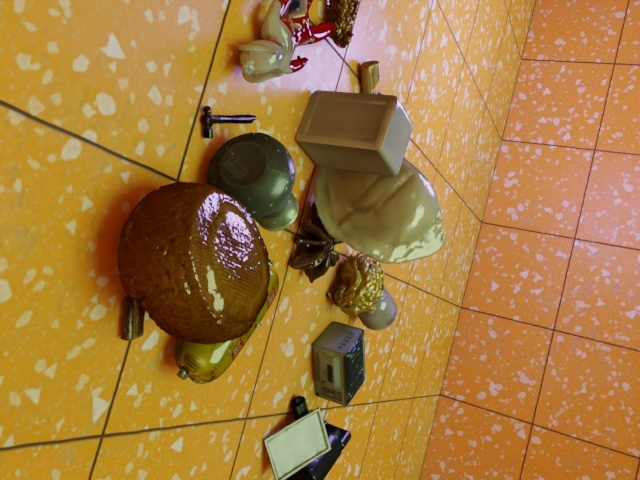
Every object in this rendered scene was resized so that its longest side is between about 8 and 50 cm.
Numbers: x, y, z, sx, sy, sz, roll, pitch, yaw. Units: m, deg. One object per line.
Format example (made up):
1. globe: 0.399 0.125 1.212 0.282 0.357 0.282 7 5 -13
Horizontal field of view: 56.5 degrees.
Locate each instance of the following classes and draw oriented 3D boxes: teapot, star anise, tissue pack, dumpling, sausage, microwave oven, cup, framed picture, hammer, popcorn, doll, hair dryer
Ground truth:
1. teapot: -0.126 -0.108 1.278 0.251 0.184 0.183 60 48 -67
2. star anise: 0.000 0.000 1.639 0.229 0.093 0.236 -20 114 -52
3. tissue pack: 0.086 -0.274 1.511 0.136 0.246 0.159 42 65 -58
4. dumpling: 0.136 -0.103 1.572 0.316 0.395 0.233 -20 157 -30
5. sausage: -0.197 0.165 1.292 0.347 0.123 0.123 -55 145 -34
6. microwave oven: 0.063 0.387 1.867 0.162 0.123 0.208 -42 136 -50
7. cup: 0.184 0.196 2.006 0.173 0.134 0.142 -64 148 -22
8. framed picture: -0.064 0.586 1.712 0.201 0.010 0.135 -20 99 -35
9. hammer: -0.190 -0.250 1.252 0.178 0.021 0.065 -24 122 -60
10. popcorn: 0.127 0.146 1.863 0.163 0.140 0.194 45 57 -39
11. doll: -0.070 -0.457 1.319 0.384 0.099 0.188 -58 146 -44
12. hair dryer: -0.017 0.581 1.837 0.244 0.116 0.302 -41 128 -53

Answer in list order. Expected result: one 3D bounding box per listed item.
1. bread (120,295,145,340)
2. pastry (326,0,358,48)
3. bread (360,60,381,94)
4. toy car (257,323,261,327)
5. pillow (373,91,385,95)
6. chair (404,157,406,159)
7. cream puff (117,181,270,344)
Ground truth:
1. bread: -0.344 0.141 1.102 0.047 0.036 0.083 -18 118 -64
2. pastry: 0.048 -0.574 1.499 0.063 0.087 0.169 4 98 -28
3. bread: 0.147 -0.477 1.748 0.062 0.049 0.103 -28 132 -21
4. toy car: -0.157 0.157 1.432 0.055 0.069 0.142 32 67 -20
5. pillow: 0.177 -0.357 1.877 0.135 0.034 0.211 -6 107 -65
6. chair: 0.162 -0.145 1.818 0.272 0.166 0.188 -38 155 14
7. cream puff: -0.235 0.040 1.078 0.303 0.212 0.303 30 56 -58
